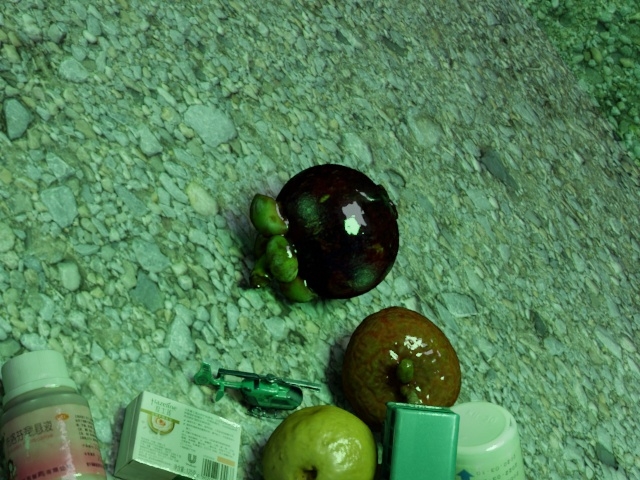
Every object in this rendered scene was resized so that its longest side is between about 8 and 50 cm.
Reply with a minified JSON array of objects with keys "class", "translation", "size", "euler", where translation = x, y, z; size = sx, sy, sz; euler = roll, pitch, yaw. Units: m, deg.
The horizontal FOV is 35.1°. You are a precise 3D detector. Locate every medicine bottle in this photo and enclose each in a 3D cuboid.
[{"class":"medicine bottle","translation":[0.309,0.468,1.934],"size":[0.170,0.170,0.292],"euler":[-43,128,-49]},{"class":"medicine bottle","translation":[-0.421,0.300,1.565],"size":[0.147,0.147,0.247],"euler":[0,59,-40]}]

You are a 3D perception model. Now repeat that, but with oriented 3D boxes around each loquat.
[{"class":"loquat","translation":[0.000,0.396,1.795],"size":[0.208,0.208,0.208],"euler":[22,46,-25]}]

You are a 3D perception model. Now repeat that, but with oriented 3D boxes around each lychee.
[{"class":"lychee","translation":[0.156,0.262,2.002],"size":[0.255,0.255,0.300],"euler":[46,15,-1]}]

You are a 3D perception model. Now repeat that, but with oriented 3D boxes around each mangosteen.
[{"class":"mangosteen","translation":[0.015,-0.010,2.088],"size":[0.311,0.311,0.311],"euler":[22,46,-25]}]

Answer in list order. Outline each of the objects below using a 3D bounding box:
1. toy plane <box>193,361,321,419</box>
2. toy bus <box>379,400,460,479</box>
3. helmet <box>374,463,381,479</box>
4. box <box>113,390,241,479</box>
[{"class":"toy plane","translation":[-0.121,0.276,1.875],"size":[0.235,0.096,0.060],"euler":[10,47,-12]},{"class":"toy bus","translation":[0.166,0.416,1.754],"size":[0.128,0.147,0.256],"euler":[6,84,-4]},{"class":"helmet","translation":[0.148,0.512,1.885],"size":[0.198,0.130,0.224],"euler":[25,46,-19]},{"class":"box","translation":[-0.240,0.355,1.721],"size":[0.199,0.081,0.135],"euler":[26,44,-24]}]
